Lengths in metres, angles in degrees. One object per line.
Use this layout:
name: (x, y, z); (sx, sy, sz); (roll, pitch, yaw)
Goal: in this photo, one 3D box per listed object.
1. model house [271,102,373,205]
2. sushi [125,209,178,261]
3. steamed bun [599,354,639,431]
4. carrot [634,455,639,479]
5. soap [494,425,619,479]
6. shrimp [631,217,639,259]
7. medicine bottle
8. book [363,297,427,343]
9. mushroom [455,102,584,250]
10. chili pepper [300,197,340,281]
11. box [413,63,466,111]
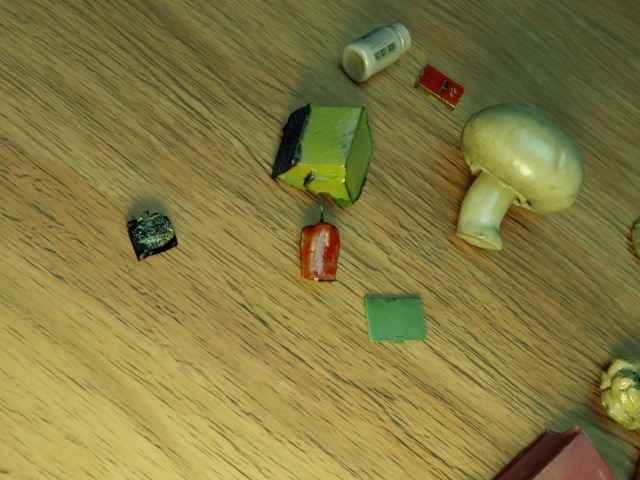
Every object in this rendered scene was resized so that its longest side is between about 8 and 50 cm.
model house: (-0.005, -0.195, 1.186); (0.211, 0.170, 0.194); (8, 69, 18)
sushi: (-0.340, -0.017, 1.025); (0.083, 0.056, 0.084); (-19, 75, -23)
steamed bun: (0.738, 0.344, 1.157); (0.177, 0.106, 0.192); (33, 40, 3)
carrot: (0.687, 0.580, 1.086); (0.066, 0.066, 0.314); (34, 65, -1)
soap: (0.420, 0.557, 0.972); (0.360, 0.128, 0.233); (-27, 78, -26)
shrimp: (1.030, 0.028, 1.429); (0.360, 0.085, 0.247); (11, 58, -8)
medicine bottle: (0.150, -0.507, 1.368); (0.187, 0.103, 0.103); (-38, 82, -27)
book: (0.164, 0.175, 1.120); (0.135, 0.017, 0.103); (2, 64, -17)
mushroom: (0.476, -0.168, 1.212); (0.315, 0.315, 0.356); (17, 53, -10)
chili pepper: (0.000, 0.000, 1.108); (0.084, 0.086, 0.192); (-2, 75, 12)
box: (0.336, -0.431, 1.438); (0.133, 0.023, 0.090); (34, 64, -1)
